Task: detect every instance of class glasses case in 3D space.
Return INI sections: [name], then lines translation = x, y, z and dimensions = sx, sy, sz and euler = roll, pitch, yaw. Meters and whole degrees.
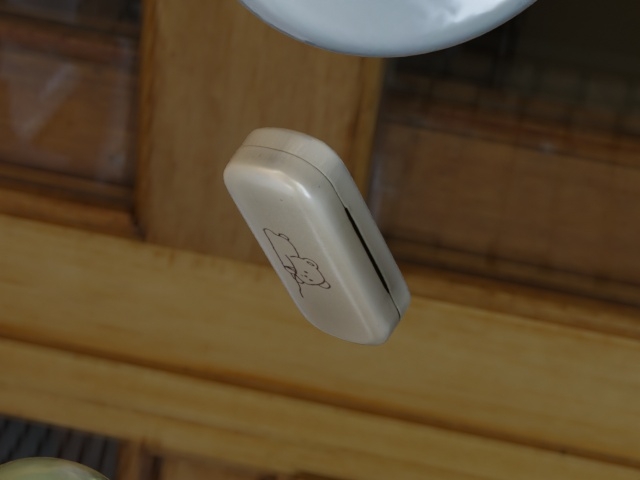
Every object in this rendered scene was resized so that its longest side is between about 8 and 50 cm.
[glasses case]
translation = 0.000, 0.000, 1.166
dimensions = 0.050, 0.083, 0.196
euler = -56, 140, -24

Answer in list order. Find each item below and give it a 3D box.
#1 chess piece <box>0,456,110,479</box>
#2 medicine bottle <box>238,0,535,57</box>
[chess piece]
translation = -0.199, 0.142, 0.733
dimensions = 0.144, 0.251, 0.144
euler = -177, -90, -73
[medicine bottle]
translation = 0.017, -0.276, 0.967
dimensions = 0.306, 0.245, 0.245
euler = -111, -159, -49
